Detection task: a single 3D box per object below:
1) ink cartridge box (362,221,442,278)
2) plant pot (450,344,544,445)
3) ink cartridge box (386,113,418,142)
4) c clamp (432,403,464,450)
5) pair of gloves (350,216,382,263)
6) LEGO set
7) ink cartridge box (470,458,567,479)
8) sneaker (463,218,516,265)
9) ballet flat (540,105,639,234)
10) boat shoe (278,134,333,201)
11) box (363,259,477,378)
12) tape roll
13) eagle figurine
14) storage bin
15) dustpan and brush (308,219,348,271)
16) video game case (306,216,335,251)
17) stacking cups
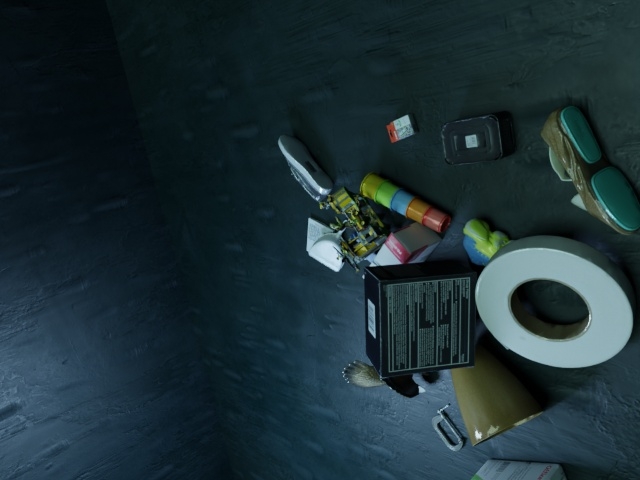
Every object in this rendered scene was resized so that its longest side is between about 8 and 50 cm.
[{"bbox_3d":[0.267,0.061,1.699,0.100,0.171,0.237,50,138,22],"label":"ink cartridge box"},{"bbox_3d":[0.513,0.465,1.589,0.255,0.237,0.237,63,143,28],"label":"plant pot"},{"bbox_3d":[0.253,-0.355,1.635,0.115,0.029,0.063,-14,97,50],"label":"ink cartridge box"},{"bbox_3d":[0.470,0.693,1.878,0.161,0.022,0.137,57,139,14],"label":"c clamp"},{"bbox_3d":[0.176,-0.011,1.886,0.159,0.023,0.198,40,129,32],"label":"pair of gloves"},{"bbox_3d":[0.090,-0.033,1.713,0.192,0.331,0.255,-36,87,15],"label":"LEGO set"},{"bbox_3d":[0.619,0.802,1.621,0.272,0.198,0.115,-26,87,51],"label":"ink cartridge box"},{"bbox_3d":[0.515,0.041,1.497,0.240,0.091,0.126,46,154,24],"label":"sneaker"},{"bbox_3d":[0.640,-0.158,1.241,0.343,0.116,0.124,61,160,8],"label":"ballet flat"},{"bbox_3d":[-0.071,-0.278,1.987,0.301,0.108,0.102,49,136,11],"label":"boat shoe"},{"bbox_3d":[0.293,0.227,1.532,0.183,0.293,0.297,-131,39,-76],"label":"box"},{"bbox_3d":[0.612,0.169,1.362,0.391,0.072,0.392,21,132,25],"label":"tape roll"},{"bbox_3d":[0.254,0.465,1.800,0.225,0.298,0.226,45,135,24],"label":"eagle figurine"},{"bbox_3d":[0.435,-0.282,1.421,0.180,0.084,0.122,2,108,49],"label":"storage bin"},{"bbox_3d":[0.056,0.006,1.999,0.147,0.060,0.211,31,131,4],"label":"dustpan and brush"},{"bbox_3d":[0.000,0.000,2.093,0.143,0.019,0.157,29,127,38],"label":"video game case"},{"bbox_3d":[0.273,-0.116,1.676,0.316,0.096,0.096,36,131,31],"label":"stacking cups"}]
